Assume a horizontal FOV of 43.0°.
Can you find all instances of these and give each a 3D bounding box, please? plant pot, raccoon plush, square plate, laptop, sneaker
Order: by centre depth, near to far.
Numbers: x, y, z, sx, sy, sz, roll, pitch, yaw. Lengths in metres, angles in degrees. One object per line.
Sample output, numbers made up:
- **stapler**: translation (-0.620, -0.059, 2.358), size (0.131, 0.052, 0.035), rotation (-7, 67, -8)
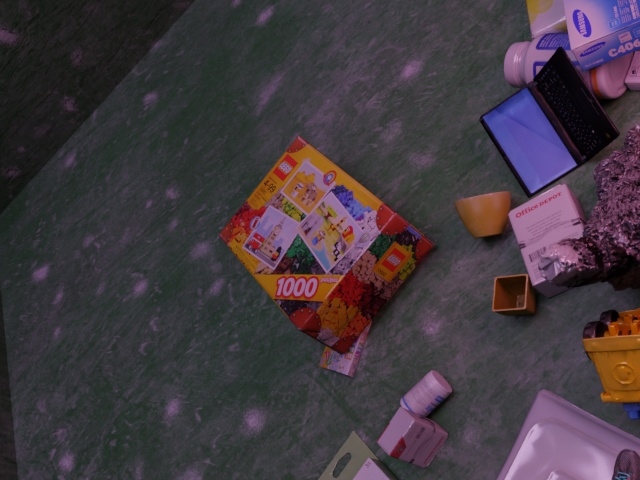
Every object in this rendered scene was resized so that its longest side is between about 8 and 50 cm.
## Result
- **sneaker**: translation (0.546, 0.457, 1.466), size (0.065, 0.076, 0.166), rotation (-3, 66, 40)
- **raccoon plush**: translation (0.565, -0.082, 1.579), size (0.216, 0.446, 0.299), rotation (-39, 59, 38)
- **square plate**: translation (0.486, 0.508, 1.585), size (0.344, 0.049, 0.347), rotation (25, 86, 47)
- **plant pot**: translation (0.439, 0.130, 1.804), size (0.081, 0.083, 0.081), rotation (-9, 62, 39)
- **laptop**: translation (0.508, -0.261, 1.841), size (0.137, 0.264, 0.234), rotation (-29, 81, -12)
- **plant pot**: translation (0.393, -0.057, 1.931), size (0.134, 0.134, 0.095), rotation (-13, 86, 38)

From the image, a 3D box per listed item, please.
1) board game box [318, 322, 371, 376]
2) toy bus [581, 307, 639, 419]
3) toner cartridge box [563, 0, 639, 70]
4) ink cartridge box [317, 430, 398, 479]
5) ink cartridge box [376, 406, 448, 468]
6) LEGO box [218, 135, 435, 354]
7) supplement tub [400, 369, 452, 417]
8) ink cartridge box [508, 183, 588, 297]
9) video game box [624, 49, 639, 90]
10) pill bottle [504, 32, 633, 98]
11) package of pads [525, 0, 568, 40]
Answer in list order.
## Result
- **board game box**: translation (0.065, 0.268, 2.113), size (0.103, 0.026, 0.154), rotation (9, 74, 44)
- **toy bus**: translation (0.611, 0.238, 1.543), size (0.149, 0.220, 0.211), rotation (-13, 93, 37)
- **toner cartridge box**: translation (0.630, -0.546, 1.809), size (0.165, 0.075, 0.347), rotation (-20, 46, 29)
- **ink cartridge box**: translation (0.083, 0.580, 1.912), size (0.171, 0.056, 0.235), rotation (-55, 46, 6)
- **ink cartridge box**: translation (0.206, 0.441, 1.813), size (0.099, 0.135, 0.056), rotation (-56, 40, 3)
- **LEGO box**: translation (0.000, 0.000, 2.172), size (0.372, 0.193, 0.500), rotation (-51, 42, 4)
- **supplement tub**: translation (0.242, 0.359, 1.871), size (0.107, 0.071, 0.071), rotation (-47, 45, 14)
- **ink cartridge box**: translation (0.521, 0.000, 1.797), size (0.148, 0.086, 0.203), rotation (-30, 50, 27)
- **video game box**: translation (0.802, -0.421, 1.797), size (0.205, 0.048, 0.187), rotation (12, 79, 45)
- **pill bottle**: translation (0.579, -0.414, 1.920), size (0.272, 0.152, 0.152), rotation (14, 78, 46)
- **package of pads**: translation (0.653, -0.613, 1.997), size (0.297, 0.101, 0.229), rotation (-22, 54, 34)
